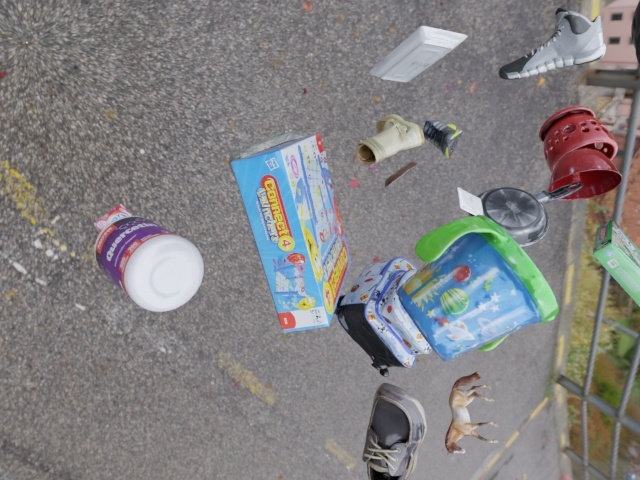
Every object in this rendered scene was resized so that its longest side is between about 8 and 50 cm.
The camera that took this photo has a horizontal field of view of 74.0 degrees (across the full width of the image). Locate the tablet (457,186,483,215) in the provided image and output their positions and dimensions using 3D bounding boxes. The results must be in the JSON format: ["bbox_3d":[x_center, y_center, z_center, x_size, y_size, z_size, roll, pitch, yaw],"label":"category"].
[{"bbox_3d":[0.338,-0.084,0.955,0.083,0.006,0.054,19,60,-32],"label":"tablet"}]

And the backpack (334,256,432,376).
[{"bbox_3d":[0.195,0.175,1.131,0.276,0.213,0.263,55,40,-23],"label":"backpack"}]

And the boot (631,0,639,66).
[{"bbox_3d":[0.413,-0.330,0.457,0.131,0.260,0.348,36,103,-23],"label":"boot"}]

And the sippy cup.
[{"bbox_3d":[0.281,0.106,0.822,0.224,0.240,0.305,-35,92,5],"label":"sippy cup"}]

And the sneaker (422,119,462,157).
[{"bbox_3d":[0.444,-0.388,1.588,0.121,0.300,0.111,21,111,0],"label":"sneaker"}]

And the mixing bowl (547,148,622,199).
[{"bbox_3d":[0.741,-0.197,1.209,0.181,0.181,0.098,20,63,-39],"label":"mixing bowl"}]

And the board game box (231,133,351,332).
[{"bbox_3d":[-0.033,-0.035,0.816,0.086,0.308,0.302,-11,107,15],"label":"board game box"}]

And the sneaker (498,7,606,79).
[{"bbox_3d":[0.541,-0.474,1.010,0.086,0.228,0.132,-59,135,-53],"label":"sneaker"}]

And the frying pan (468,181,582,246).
[{"bbox_3d":[0.553,-0.077,1.096,0.326,0.197,0.053,-6,143,4],"label":"frying pan"}]

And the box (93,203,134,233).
[{"bbox_3d":[-0.731,-0.006,1.599,0.122,0.128,0.257,-44,171,-25],"label":"box"}]

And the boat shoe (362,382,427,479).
[{"bbox_3d":[0.170,0.487,1.000,0.130,0.132,0.355,-47,138,-44],"label":"boat shoe"}]

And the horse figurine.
[{"bbox_3d":[0.499,0.580,1.438,0.066,0.174,0.263,58,29,-71],"label":"horse figurine"}]

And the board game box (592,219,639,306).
[{"bbox_3d":[0.765,0.111,0.984,0.046,0.317,0.213,-44,169,38],"label":"board game box"}]

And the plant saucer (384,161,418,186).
[{"bbox_3d":[0.331,-0.278,1.762,0.168,0.168,0.029,-35,90,-17],"label":"plant saucer"}]

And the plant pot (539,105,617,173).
[{"bbox_3d":[0.817,-0.318,1.366,0.191,0.174,0.191,-2,148,-1],"label":"plant pot"}]

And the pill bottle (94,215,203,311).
[{"bbox_3d":[-0.443,0.043,1.062,0.181,0.323,0.182,-17,116,-40],"label":"pill bottle"}]

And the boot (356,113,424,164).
[{"bbox_3d":[0.209,-0.350,1.481,0.203,0.262,0.095,-27,124,-10],"label":"boot"}]

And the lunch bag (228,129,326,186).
[{"bbox_3d":[-0.155,-0.270,1.564,0.305,0.256,0.213,-28,115,-16],"label":"lunch bag"}]

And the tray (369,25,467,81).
[{"bbox_3d":[0.259,-0.499,1.172,0.145,0.270,0.030,-2,88,-22],"label":"tray"}]
